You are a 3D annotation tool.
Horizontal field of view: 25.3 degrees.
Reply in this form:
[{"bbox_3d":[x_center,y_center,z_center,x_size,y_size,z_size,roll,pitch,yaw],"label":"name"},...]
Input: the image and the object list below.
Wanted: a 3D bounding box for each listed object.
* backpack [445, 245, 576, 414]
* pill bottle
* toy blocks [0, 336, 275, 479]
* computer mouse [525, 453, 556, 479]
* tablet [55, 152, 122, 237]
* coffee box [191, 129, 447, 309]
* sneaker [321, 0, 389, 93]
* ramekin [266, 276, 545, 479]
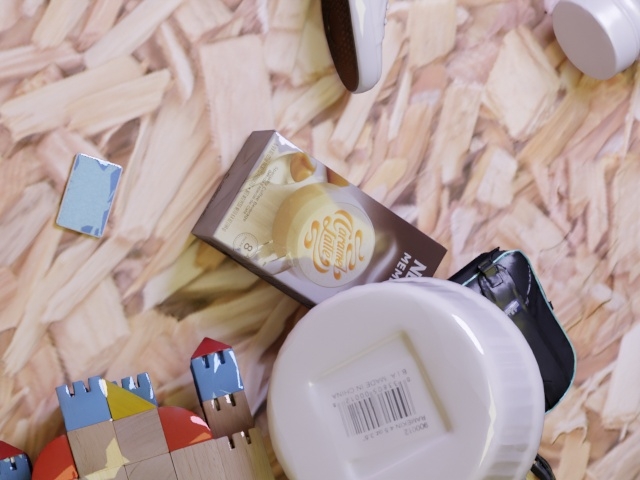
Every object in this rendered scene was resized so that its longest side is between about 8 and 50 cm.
[{"bbox_3d":[0.197,0.124,1.657,0.166,0.144,0.188,-36,93,-21],"label":"backpack"},{"bbox_3d":[0.416,-0.311,1.733,0.272,0.152,0.152,-35,103,-16],"label":"pill bottle"},{"bbox_3d":[-0.199,0.253,1.491,0.381,0.191,0.261,-16,77,-10],"label":"toy blocks"},{"bbox_3d":[0.330,0.340,1.769,0.242,0.041,0.071,39,79,-17],"label":"computer mouse"},{"bbox_3d":[-0.252,-0.049,1.557,0.054,0.006,0.083,18,85,-21],"label":"tablet"},{"bbox_3d":[0.000,0.000,1.604,0.246,0.098,0.141,33,82,-18],"label":"coffee box"},{"bbox_3d":[0.065,-0.314,1.620,0.123,0.106,0.290,-6,92,-18],"label":"sneaker"},{"bbox_3d":[0.079,0.169,1.458,0.277,0.135,0.277,-3,82,20],"label":"ramekin"}]
